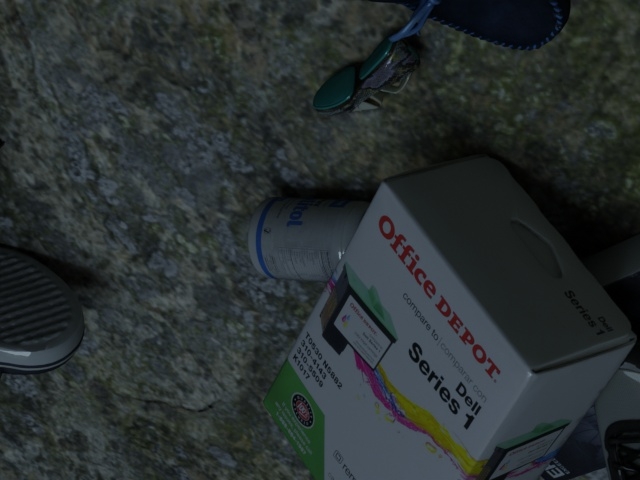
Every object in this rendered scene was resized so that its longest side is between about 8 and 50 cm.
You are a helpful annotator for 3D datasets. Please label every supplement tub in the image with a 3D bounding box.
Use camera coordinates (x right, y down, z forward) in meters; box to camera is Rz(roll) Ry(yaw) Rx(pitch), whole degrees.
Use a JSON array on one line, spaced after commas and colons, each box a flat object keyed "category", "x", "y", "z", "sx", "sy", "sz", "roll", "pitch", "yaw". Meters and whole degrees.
[{"category": "supplement tub", "x": 0.000, "y": 0.000, "z": 1.539, "sx": 0.107, "sy": 0.071, "sz": 0.071, "roll": 2, "pitch": 132, "yaw": 31}]

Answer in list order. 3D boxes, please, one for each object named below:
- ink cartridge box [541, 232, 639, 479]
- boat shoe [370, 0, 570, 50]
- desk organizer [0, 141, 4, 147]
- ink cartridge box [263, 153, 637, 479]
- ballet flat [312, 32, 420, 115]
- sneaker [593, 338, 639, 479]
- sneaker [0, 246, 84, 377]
[{"category": "ink cartridge box", "x": 0.212, "y": 0.108, "z": 1.514, "sx": 0.165, "sy": 0.065, "sz": 0.332, "roll": 44, "pitch": 141, "yaw": -14}, {"category": "boat shoe", "x": 0.046, "y": -0.184, "z": 1.220, "sx": 0.258, "sy": 0.089, "sz": 0.109, "roll": 22, "pitch": 130, "yaw": -12}, {"category": "desk organizer", "x": -0.349, "y": -0.063, "z": 1.666, "sx": 0.047, "sy": 0.130, "sz": 0.050, "roll": -14, "pitch": 120, "yaw": 43}, {"category": "ink cartridge box", "x": 0.092, "y": 0.102, "z": 1.445, "sx": 0.201, "sy": 0.117, "sz": 0.278, "roll": 53, "pitch": 137, "yaw": 27}, {"category": "ballet flat", "x": 0.038, "y": -0.119, "z": 1.415, "sx": 0.041, "sy": 0.041, "sz": 0.114, "roll": 43, "pitch": 141, "yaw": -12}, {"category": "sneaker", "x": 0.269, "y": 0.197, "z": 1.418, "sx": 0.100, "sy": 0.108, "sz": 0.272, "roll": -7, "pitch": 113, "yaw": 42}, {"category": "sneaker", "x": -0.352, "y": 0.076, "z": 1.822, "sx": 0.321, "sy": 0.126, "sz": 0.127, "roll": 21, "pitch": 137, "yaw": 31}]
